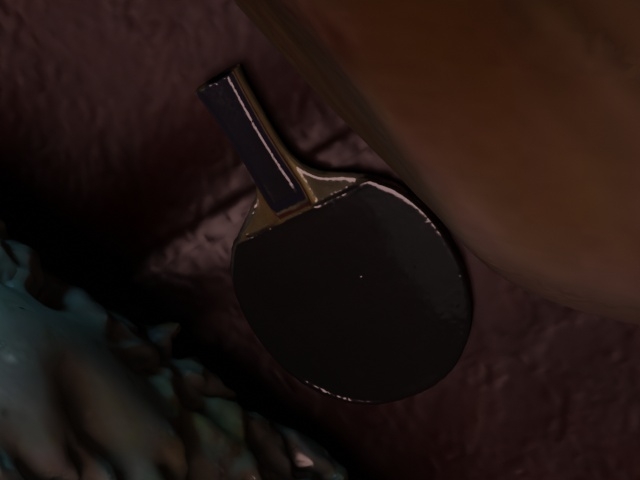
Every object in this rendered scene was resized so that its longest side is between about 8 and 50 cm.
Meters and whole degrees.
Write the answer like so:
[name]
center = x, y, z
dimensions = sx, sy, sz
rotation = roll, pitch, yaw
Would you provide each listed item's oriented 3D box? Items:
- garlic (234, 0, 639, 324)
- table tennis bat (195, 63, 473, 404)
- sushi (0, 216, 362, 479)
[garlic]
center = 0.093, -0.108, 0.440
dimensions = 0.340, 0.246, 0.231
rotation = 40, 92, -24
[table tennis bat]
center = 0.000, 0.000, 0.611
dimensions = 0.095, 0.014, 0.158
rotation = -26, 106, 23
[sushi]
center = -0.116, 0.125, 0.566
dimensions = 0.343, 0.196, 0.182
rotation = 34, 109, -21
